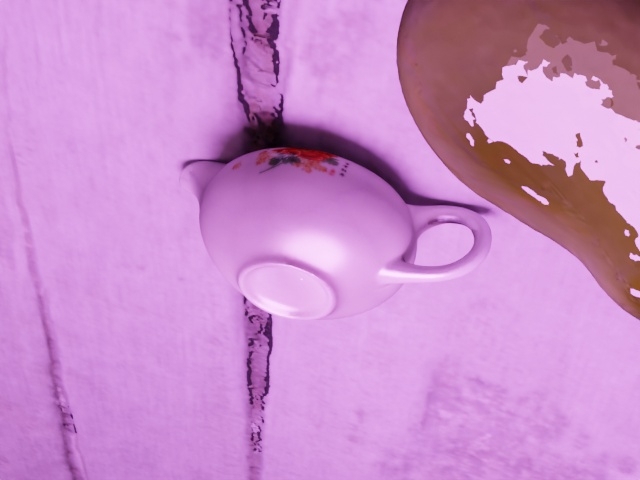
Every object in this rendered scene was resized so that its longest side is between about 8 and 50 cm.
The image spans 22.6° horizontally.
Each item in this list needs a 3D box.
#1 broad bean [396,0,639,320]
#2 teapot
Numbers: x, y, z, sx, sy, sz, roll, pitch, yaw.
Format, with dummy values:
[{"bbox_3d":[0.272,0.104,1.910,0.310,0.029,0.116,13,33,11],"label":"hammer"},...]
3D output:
[{"bbox_3d":[0.157,-0.055,0.850,0.263,0.121,0.189,33,144,-17],"label":"broad bean"},{"bbox_3d":[0.000,0.000,1.064,0.226,0.092,0.145,7,148,15],"label":"teapot"}]
